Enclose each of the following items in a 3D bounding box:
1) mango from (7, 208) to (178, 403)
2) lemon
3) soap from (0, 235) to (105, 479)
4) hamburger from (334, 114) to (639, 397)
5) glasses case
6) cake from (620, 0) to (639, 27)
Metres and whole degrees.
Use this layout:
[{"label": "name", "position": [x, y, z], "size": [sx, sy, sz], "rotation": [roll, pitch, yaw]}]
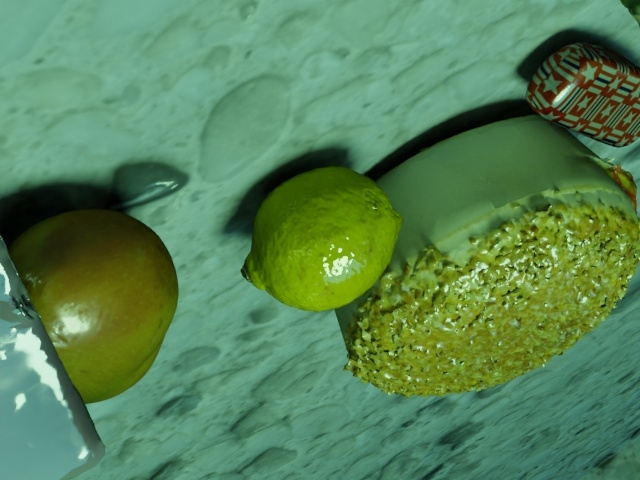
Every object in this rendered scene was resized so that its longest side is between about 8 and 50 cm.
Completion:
[{"label": "mango", "position": [-0.161, 0.051, 1.104], "size": [0.138, 0.113, 0.253], "rotation": [-52, 168, -10]}, {"label": "lemon", "position": [0.000, 0.000, 1.207], "size": [0.133, 0.109, 0.109], "rotation": [-23, 157, -2]}, {"label": "soap", "position": [-0.292, 0.058, 0.806], "size": [0.285, 0.107, 0.296], "rotation": [-26, 127, -12]}, {"label": "hamburger", "position": [0.145, 0.024, 1.343], "size": [0.294, 0.179, 0.276], "rotation": [-16, 154, -32]}, {"label": "glasses case", "position": [0.231, -0.126, 1.311], "size": [0.073, 0.049, 0.194], "rotation": [-51, 153, 16]}, {"label": "cake", "position": [0.345, -0.194, 1.181], "size": [0.283, 0.158, 0.172], "rotation": [-27, 158, -7]}]
